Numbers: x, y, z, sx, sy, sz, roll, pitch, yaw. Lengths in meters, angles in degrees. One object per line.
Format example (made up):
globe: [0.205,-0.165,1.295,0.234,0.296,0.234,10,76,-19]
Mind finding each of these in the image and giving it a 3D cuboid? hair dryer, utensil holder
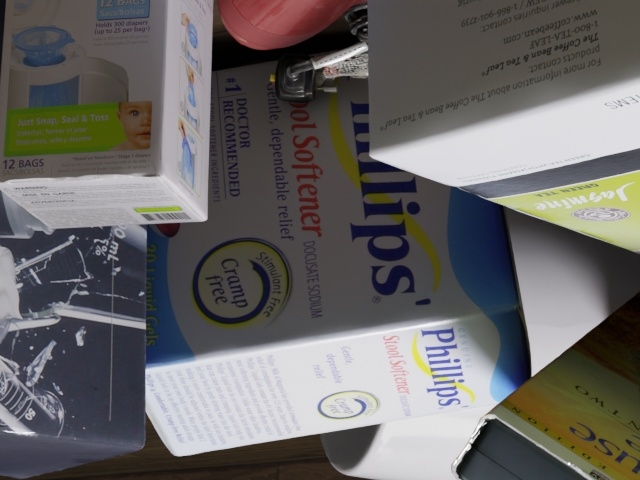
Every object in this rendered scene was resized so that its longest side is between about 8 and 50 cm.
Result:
hair dryer: [0.039,-0.186,1.218,0.223,0.080,0.293,-19,168,7]
utensil holder: [0.214,0.091,1.715,0.385,0.327,0.327,6,163,-14]

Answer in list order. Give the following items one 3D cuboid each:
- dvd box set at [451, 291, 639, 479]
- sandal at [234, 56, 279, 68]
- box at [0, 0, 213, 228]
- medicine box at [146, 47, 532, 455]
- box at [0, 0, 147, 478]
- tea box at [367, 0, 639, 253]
dvd box set: [0.302,0.178,1.326,0.307,0.062,0.420,33,-158,16]
sandal: [-0.080,-0.100,1.514,0.090,0.060,0.219,5,149,-20]
box: [-0.137,-0.119,1.153,0.114,0.203,0.103,-2,164,12]
medicine box: [0.000,0.000,1.375,0.289,0.263,0.149,-10,147,5]
box: [-0.294,-0.024,1.235,0.312,0.343,0.179,12,160,-39]
tea box: [0.252,-0.143,1.047,0.329,0.220,0.323,-13,159,39]
